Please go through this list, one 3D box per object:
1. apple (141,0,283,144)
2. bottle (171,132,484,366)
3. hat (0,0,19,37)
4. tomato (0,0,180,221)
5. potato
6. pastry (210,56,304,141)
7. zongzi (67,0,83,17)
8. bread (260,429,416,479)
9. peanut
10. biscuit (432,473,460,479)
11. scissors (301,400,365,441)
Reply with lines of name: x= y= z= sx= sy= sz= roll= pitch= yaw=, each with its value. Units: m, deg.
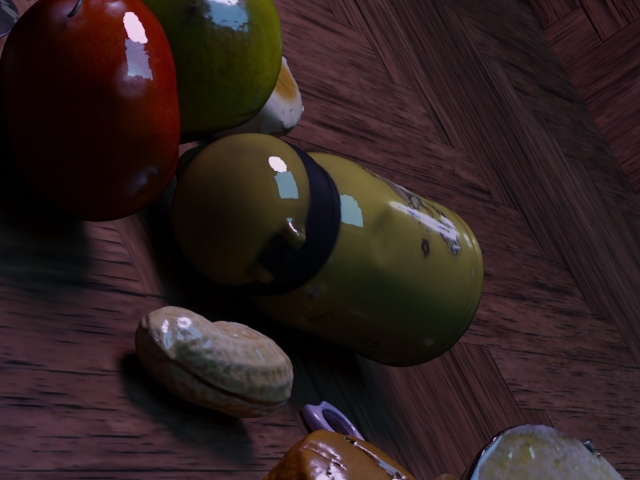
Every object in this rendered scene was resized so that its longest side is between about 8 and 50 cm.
apple: x=-0.128 y=-0.167 z=1.746 sx=0.196 sy=0.196 sz=0.157 roll=-15 pitch=92 yaw=-69
bottle: x=0.000 y=0.000 z=1.797 sx=0.351 sy=0.171 sz=0.171 roll=26 pitch=35 yaw=-54
hat: x=-0.294 y=-0.230 z=1.652 sx=0.121 sy=0.050 sz=0.121 roll=44 pitch=23 yaw=-23
tomato: x=-0.185 y=-0.108 z=1.540 sx=0.195 sy=0.136 sz=0.195 roll=169 pitch=-90 yaw=-79
potato: x=0.202 y=0.303 z=1.815 sx=0.299 sy=0.116 sz=0.239 roll=42 pitch=58 yaw=-27
pastry: x=-0.088 y=-0.163 z=1.971 sx=0.166 sy=0.088 sz=0.166 roll=50 pitch=19 yaw=-24
zongzi: x=-0.305 y=-0.216 z=1.419 sx=0.248 sy=0.111 sz=0.241 roll=16 pitch=27 yaw=9
bread: x=0.040 y=0.278 z=1.509 sx=0.195 sy=0.143 sz=0.269 roll=18 pitch=45 yaw=-59
peanut: x=-0.089 y=0.097 z=1.589 sx=0.174 sy=0.080 sz=0.080 roll=27 pitch=35 yaw=-49
biscuit: x=0.199 y=0.303 z=1.966 sx=0.320 sy=0.047 sz=0.183 roll=23 pitch=38 yaw=-53
scissors: x=0.063 y=0.222 z=1.789 sx=0.212 sy=0.021 sz=0.110 roll=37 pitch=24 yaw=-28
